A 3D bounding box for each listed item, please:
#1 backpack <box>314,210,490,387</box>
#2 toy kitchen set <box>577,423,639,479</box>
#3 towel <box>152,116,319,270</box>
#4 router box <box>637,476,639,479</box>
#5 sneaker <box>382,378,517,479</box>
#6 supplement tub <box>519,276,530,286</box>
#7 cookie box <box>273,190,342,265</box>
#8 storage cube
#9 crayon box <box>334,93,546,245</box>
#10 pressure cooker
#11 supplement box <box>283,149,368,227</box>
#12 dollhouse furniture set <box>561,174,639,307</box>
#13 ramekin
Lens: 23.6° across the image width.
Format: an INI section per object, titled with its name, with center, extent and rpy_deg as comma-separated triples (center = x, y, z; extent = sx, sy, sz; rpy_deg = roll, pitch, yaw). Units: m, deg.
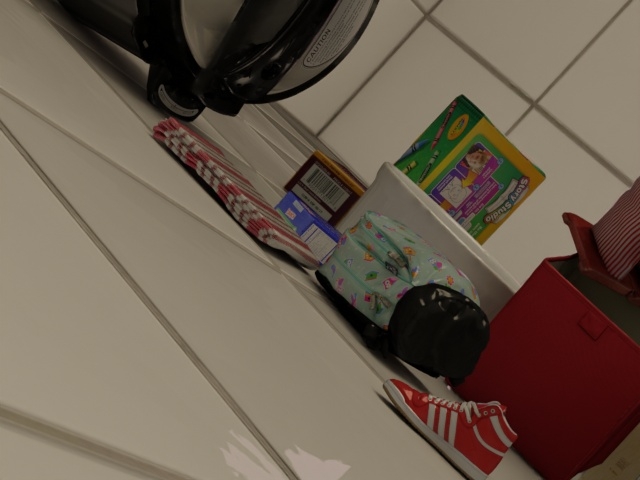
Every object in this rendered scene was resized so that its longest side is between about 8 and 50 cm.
[backpack]
center = 0.083, 0.054, 1.586
extent = 0.152, 0.115, 0.182
rpy_deg = 34, 7, -46
[toy kitchen set]
center = 0.344, 0.237, 2.015
extent = 0.207, 0.122, 0.166
rpy_deg = 44, 5, 15
[towel]
center = -0.087, -0.045, 1.622
extent = 0.197, 0.029, 0.144
rpy_deg = 47, 6, 22
[router box]
center = 0.542, 0.422, 2.226
extent = 0.243, 0.081, 0.309
rpy_deg = 47, 6, 39
[sneaker]
center = 0.113, 0.145, 1.304
extent = 0.118, 0.067, 0.042
rpy_deg = 43, 4, 5
[supplement tub]
center = 0.381, 0.159, 2.286
extent = 0.241, 0.241, 0.331
rpy_deg = 43, 4, 2
[cookie box]
center = 0.000, 0.000, 1.814
extent = 0.107, 0.040, 0.092
rpy_deg = 40, 6, -29
[storage cube]
center = 0.298, 0.148, 1.792
extent = 0.215, 0.193, 0.184
rpy_deg = 45, 20, 17
[crayon box]
center = 0.169, -0.050, 2.191
extent = 0.165, 0.278, 0.081
rpy_deg = 39, 7, -38
[pressure cooker]
center = -0.123, -0.367, 1.914
extent = 0.420, 0.375, 0.369
rpy_deg = 32, -45, 42
[supplement box]
center = 0.026, -0.065, 2.353
extent = 0.104, 0.081, 0.188
rpy_deg = 43, 5, 14
[dollhouse furniture set]
center = 0.421, 0.044, 1.674
extent = 0.152, 0.201, 0.374
rpy_deg = 29, 27, -24
[ramekin]
center = 0.140, 0.039, 2.003
extent = 0.277, 0.135, 0.277
rpy_deg = 43, 7, -7
